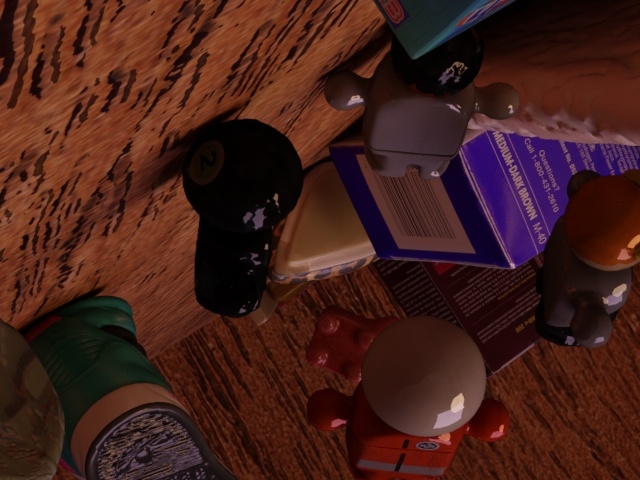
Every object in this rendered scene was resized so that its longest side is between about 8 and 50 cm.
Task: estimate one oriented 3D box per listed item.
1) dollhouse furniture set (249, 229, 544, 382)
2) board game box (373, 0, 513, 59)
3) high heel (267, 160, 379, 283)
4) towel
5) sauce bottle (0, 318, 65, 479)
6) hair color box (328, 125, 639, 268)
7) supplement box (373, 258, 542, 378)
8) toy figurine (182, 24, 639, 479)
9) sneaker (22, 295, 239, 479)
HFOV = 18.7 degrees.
[{"bbox_3d":[0.118,-0.007,1.809,0.374,0.201,0.152,-34,177,21],"label":"dollhouse furniture set"},{"bbox_3d":[0.118,-0.151,0.700,0.160,0.047,0.210,-32,178,-22],"label":"board game box"},{"bbox_3d":[0.000,0.000,1.618,0.261,0.093,0.186,-43,179,-45],"label":"high heel"},{"bbox_3d":[0.266,-0.145,1.235,0.317,0.053,0.332,-32,-159,-25],"label":"towel"},{"bbox_3d":[-0.271,0.147,0.921,0.344,0.111,0.111,-33,178,27],"label":"sauce bottle"},{"bbox_3d":[0.197,-0.104,1.450,0.339,0.110,0.185,-33,-163,-24],"label":"hair color box"},{"bbox_3d":[0.129,0.015,1.934,0.130,0.239,0.073,-31,177,-37],"label":"supplement box"},{"bbox_3d":[0.050,-0.002,0.996,0.209,0.213,0.148,-35,162,-19],"label":"toy figurine"},{"bbox_3d":[-0.158,0.141,1.441,0.124,0.178,0.295,-32,148,-12],"label":"sneaker"}]
